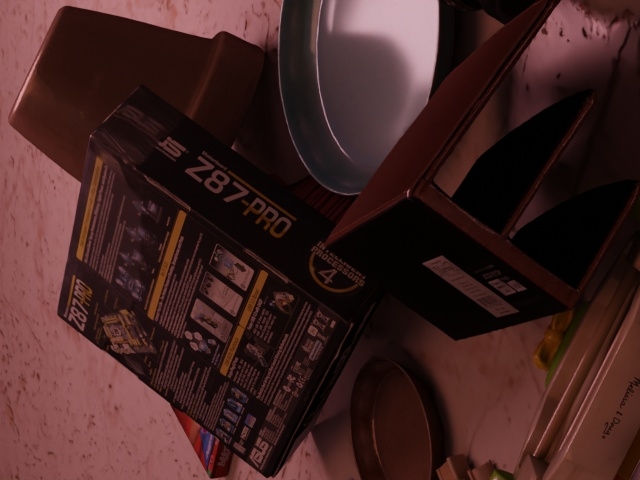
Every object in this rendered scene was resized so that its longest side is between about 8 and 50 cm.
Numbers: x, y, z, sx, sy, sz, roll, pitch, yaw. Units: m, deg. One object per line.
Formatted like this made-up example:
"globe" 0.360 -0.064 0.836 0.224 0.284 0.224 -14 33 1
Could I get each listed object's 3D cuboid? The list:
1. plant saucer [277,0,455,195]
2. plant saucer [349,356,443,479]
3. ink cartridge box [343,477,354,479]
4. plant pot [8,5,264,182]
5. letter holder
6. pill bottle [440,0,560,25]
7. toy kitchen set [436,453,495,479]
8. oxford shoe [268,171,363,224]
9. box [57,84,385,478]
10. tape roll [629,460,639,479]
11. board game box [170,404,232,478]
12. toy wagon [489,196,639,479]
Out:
"plant saucer" 0.048 -0.202 1.790 0.318 0.044 0.317 -3 87 62
"plant saucer" 0.080 0.200 1.840 0.168 0.029 0.168 23 116 60
"ink cartridge box" 0.038 0.353 1.894 0.104 0.060 0.180 41 143 53
"plant pot" -0.219 -0.146 2.030 0.263 0.229 0.263 -60 13 23
"letter holder" 0.151 -0.056 1.486 0.214 0.152 0.302 -56 6 -13
"pill bottle" 0.115 -0.275 1.567 0.219 0.123 0.122 42 132 36
"toy kitchen set" 0.124 0.245 1.711 0.068 0.075 0.083 -53 53 51
"oxford shoe" 0.000 0.000 1.910 0.348 0.123 0.130 2 127 58
"box" -0.115 0.058 1.890 0.318 0.097 0.395 34 149 8
"tape roll" 0.303 0.213 1.202 0.219 0.219 0.072 59 144 40
"board game box" -0.128 0.143 2.235 0.145 0.027 0.281 56 142 45
"toy wagon" 0.216 0.096 1.403 0.267 0.068 0.344 -64 -2 4
